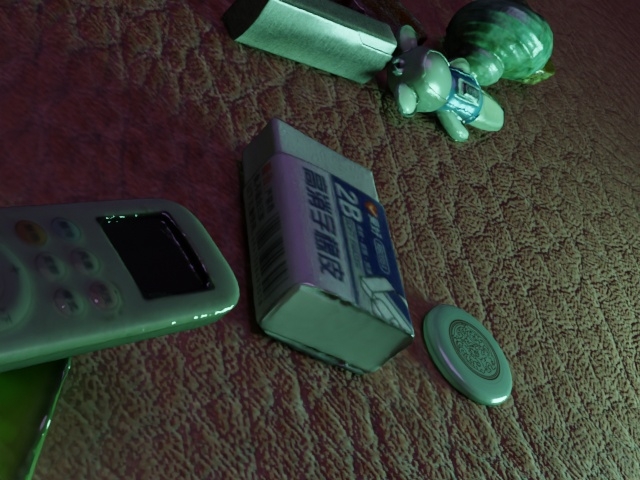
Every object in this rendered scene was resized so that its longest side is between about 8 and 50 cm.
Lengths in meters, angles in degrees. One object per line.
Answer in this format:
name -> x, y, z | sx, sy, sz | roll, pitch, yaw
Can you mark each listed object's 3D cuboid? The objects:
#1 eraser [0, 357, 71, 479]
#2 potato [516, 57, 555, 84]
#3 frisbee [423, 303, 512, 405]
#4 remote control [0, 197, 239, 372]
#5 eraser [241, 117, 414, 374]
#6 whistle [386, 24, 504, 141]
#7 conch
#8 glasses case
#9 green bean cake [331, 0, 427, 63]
eraser -> -0.262, 0.029, 0.486 | 0.274, 0.092, 0.210 | 31, 32, -20
potato -> 0.294, -0.310, 1.596 | 0.119, 0.054, 0.198 | 0, 48, -45
frisbee -> 0.140, 0.106, 0.951 | 0.110, 0.014, 0.110 | 31, 33, -23
remote control -> -0.157, 0.026, 0.486 | 0.309, 0.038, 0.090 | -7, 56, -53
eraser -> 0.000, 0.000, 0.858 | 0.124, 0.068, 0.210 | 25, 35, -29
whistle -> 0.157, -0.183, 1.262 | 0.235, 0.077, 0.114 | 16, 71, -48
conch -> 0.246, -0.285, 1.438 | 0.176, 0.122, 0.188 | 13, 21, 35
glasses case -> -0.006, -0.229, 1.120 | 0.205, 0.071, 0.047 | 10, 49, -45
green bean cake -> 0.058, -0.282, 1.271 | 0.135, 0.056, 0.135 | 52, 31, 8
